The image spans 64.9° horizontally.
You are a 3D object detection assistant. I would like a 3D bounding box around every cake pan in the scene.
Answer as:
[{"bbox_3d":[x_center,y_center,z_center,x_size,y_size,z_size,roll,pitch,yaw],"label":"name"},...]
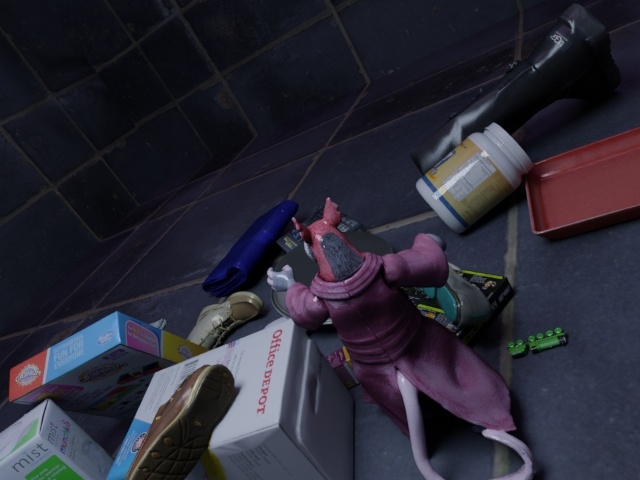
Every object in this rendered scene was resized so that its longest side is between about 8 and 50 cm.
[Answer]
[{"bbox_3d":[0.031,0.065,1.063,0.293,0.054,0.293,-11,28,6],"label":"cake pan"}]

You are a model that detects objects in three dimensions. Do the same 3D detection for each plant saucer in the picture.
[{"bbox_3d":[0.512,-0.102,0.910,0.258,0.048,0.259,-19,26,28],"label":"plant saucer"}]

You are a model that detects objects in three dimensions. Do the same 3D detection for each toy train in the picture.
[{"bbox_3d":[0.308,0.147,0.716,0.083,0.017,0.024,-23,35,20],"label":"toy train"}]

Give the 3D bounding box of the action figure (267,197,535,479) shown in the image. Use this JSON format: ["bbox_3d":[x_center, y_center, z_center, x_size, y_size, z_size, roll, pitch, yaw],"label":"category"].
[{"bbox_3d":[0.065,0.119,0.628,0.248,0.370,0.276,-27,28,17],"label":"action figure"}]

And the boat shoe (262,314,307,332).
[{"bbox_3d":[-0.109,0.234,1.006,0.226,0.083,0.076,-34,51,-5],"label":"boat shoe"}]

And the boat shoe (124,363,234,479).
[{"bbox_3d":[-0.173,0.228,0.608,0.060,0.064,0.178,-10,35,40],"label":"boat shoe"}]

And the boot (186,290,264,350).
[{"bbox_3d":[-0.238,0.210,1.185,0.213,0.077,0.165,-22,25,34],"label":"boot"}]

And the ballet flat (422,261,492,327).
[{"bbox_3d":[0.212,0.074,0.823,0.068,0.072,0.213,-5,23,-8],"label":"ballet flat"}]

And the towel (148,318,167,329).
[{"bbox_3d":[-0.527,0.283,1.461,0.152,0.023,0.113,-19,26,28],"label":"towel"}]

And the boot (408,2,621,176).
[{"bbox_3d":[0.454,-0.285,1.188,0.445,0.367,0.146,-45,60,22],"label":"boot"}]

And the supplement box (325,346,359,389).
[{"bbox_3d":[0.024,0.228,0.858,0.083,0.055,0.043,-30,22,5],"label":"supplement box"}]

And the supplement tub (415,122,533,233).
[{"bbox_3d":[0.313,-0.127,1.032,0.199,0.144,0.144,-42,21,15],"label":"supplement tub"}]

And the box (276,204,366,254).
[{"bbox_3d":[0.000,0.000,1.320,0.183,0.059,0.232,-36,25,-9],"label":"box"}]

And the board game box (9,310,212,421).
[{"bbox_3d":[-0.378,0.261,0.984,0.242,0.316,0.064,-28,57,9],"label":"board game box"}]

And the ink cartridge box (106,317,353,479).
[{"bbox_3d":[-0.112,0.283,0.737,0.270,0.197,0.198,-24,26,17],"label":"ink cartridge box"}]

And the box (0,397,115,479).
[{"bbox_3d":[-0.504,0.449,0.858,0.262,0.231,0.127,-36,24,-10],"label":"box"}]

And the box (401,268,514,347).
[{"bbox_3d":[0.199,0.121,0.866,0.184,0.045,0.190,-41,24,-24],"label":"box"}]

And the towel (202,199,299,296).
[{"bbox_3d":[-0.192,0.024,1.451,0.227,0.076,0.308,-27,22,48],"label":"towel"}]
